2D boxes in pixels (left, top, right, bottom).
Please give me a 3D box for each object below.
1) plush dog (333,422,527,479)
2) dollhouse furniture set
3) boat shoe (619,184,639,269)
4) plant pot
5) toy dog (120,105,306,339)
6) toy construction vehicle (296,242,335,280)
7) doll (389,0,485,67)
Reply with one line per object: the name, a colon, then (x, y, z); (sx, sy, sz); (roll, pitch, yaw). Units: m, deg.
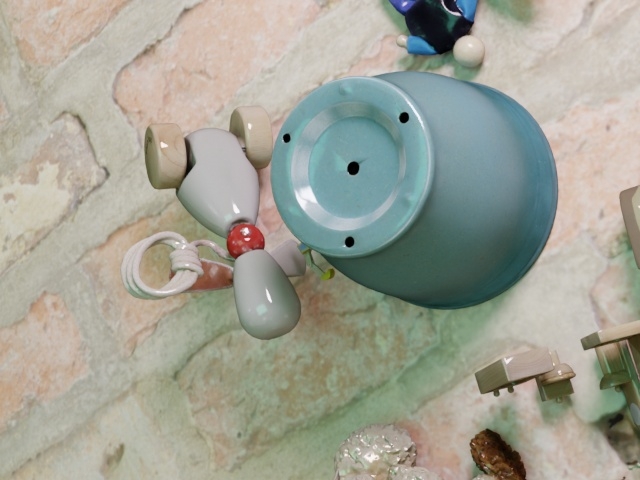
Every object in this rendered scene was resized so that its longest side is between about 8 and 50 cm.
plush dog: (0.136, 0.323, 1.128); (0.226, 0.210, 0.262); (-8, 83, 2)
dollhouse furniture set: (0.262, 0.167, 1.079); (0.151, 0.144, 0.123); (-13, 77, -9)
boat shoe: (0.390, 0.072, 1.033); (0.104, 0.111, 0.307); (-22, 75, 27)
plant pot: (0.087, -0.065, 1.134); (0.272, 0.255, 0.271); (-3, 83, 29)
toy dog: (-0.121, -0.011, 1.296); (0.220, 0.161, 0.333); (7, 53, -6)
toy construction vehicle: (0.000, 0.000, 1.276); (0.035, 0.086, 0.098); (-34, 83, 22)
doll: (0.135, -0.281, 1.247); (0.129, 0.046, 0.189); (-40, 68, 22)
